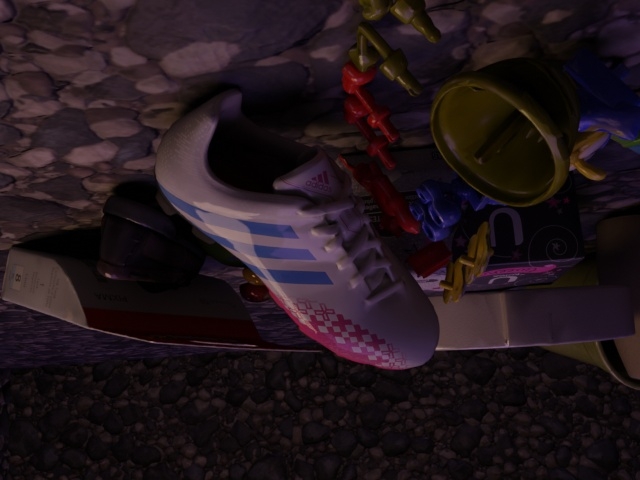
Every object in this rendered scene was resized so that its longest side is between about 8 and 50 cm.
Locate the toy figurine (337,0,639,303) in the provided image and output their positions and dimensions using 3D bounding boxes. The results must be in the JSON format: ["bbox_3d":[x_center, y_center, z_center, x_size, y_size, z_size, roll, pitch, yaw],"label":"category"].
[{"bbox_3d":[0.156,-0.108,0.566,0.217,0.191,0.362,-32,166,-9],"label":"toy figurine"}]

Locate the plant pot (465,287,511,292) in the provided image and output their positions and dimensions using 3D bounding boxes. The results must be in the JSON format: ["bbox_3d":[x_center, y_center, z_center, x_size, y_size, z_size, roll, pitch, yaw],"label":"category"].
[{"bbox_3d":[0.269,0.033,1.162,0.109,0.096,0.109,3,164,-27],"label":"plant pot"}]

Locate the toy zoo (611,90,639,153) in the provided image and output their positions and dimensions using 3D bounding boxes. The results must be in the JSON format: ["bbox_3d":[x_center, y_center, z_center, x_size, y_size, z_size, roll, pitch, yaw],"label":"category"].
[{"bbox_3d":[0.429,-0.117,0.720,0.192,0.030,0.293,-17,162,42],"label":"toy zoo"}]

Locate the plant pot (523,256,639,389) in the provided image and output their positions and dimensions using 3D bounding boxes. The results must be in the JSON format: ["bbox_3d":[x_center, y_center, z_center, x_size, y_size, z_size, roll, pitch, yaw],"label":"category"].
[{"bbox_3d":[0.543,0.139,1.407,0.276,0.276,0.254,2,176,-25],"label":"plant pot"}]

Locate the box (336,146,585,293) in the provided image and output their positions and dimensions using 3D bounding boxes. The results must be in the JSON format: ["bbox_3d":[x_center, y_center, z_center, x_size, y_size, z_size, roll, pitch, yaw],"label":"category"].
[{"bbox_3d":[0.150,-0.018,0.817,0.247,0.142,0.163,-5,167,5],"label":"box"}]

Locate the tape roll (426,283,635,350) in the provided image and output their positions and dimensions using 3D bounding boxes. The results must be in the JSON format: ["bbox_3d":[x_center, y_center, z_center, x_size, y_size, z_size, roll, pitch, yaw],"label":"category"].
[{"bbox_3d":[0.238,0.109,1.024,0.392,0.072,0.392,-3,174,0],"label":"tape roll"}]

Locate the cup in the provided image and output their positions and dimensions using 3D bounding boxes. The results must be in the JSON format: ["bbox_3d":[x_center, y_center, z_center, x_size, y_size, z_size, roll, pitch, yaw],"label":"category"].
[{"bbox_3d":[0.582,0.112,1.108,0.331,0.236,0.331,12,174,1],"label":"cup"}]

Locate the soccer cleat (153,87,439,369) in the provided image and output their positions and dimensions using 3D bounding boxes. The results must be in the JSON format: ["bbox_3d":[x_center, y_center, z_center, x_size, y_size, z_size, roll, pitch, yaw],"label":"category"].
[{"bbox_3d":[0.000,0.000,0.645,0.331,0.116,0.143,37,138,-12],"label":"soccer cleat"}]

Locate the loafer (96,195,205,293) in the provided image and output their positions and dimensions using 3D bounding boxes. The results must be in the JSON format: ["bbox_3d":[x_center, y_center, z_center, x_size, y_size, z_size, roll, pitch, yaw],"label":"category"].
[{"bbox_3d":[-0.229,0.025,0.942,0.109,0.095,0.302,19,168,5],"label":"loafer"}]

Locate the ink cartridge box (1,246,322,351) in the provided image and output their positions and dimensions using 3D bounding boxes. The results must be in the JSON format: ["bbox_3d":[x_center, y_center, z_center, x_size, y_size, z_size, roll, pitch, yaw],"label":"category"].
[{"bbox_3d":[-0.229,0.085,1.047,0.385,0.091,0.308,6,175,42],"label":"ink cartridge box"}]

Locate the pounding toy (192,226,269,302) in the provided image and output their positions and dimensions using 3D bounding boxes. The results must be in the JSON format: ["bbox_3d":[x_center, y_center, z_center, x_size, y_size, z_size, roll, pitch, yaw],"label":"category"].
[{"bbox_3d":[-0.060,0.022,0.996,0.237,0.110,0.183,-9,166,20],"label":"pounding toy"}]
